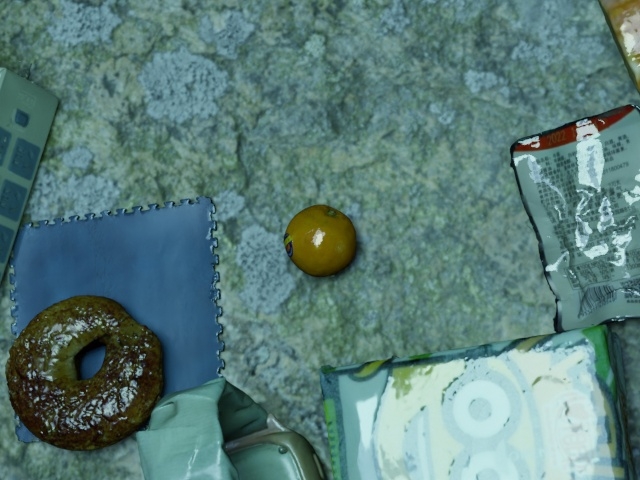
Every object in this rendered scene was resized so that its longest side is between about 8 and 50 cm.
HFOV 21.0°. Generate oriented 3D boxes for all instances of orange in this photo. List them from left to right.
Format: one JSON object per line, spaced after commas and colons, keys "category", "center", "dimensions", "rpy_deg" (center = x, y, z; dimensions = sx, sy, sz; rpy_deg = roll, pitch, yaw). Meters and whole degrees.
{"category": "orange", "center": [0.001, 0.000, 1.921], "dimensions": [0.083, 0.083, 0.084], "rpy_deg": [-3, 78, 16]}

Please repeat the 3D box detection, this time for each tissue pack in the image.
{"category": "tissue pack", "center": [0.169, 0.220, 1.801], "dimensions": [0.310, 0.128, 0.228], "rpy_deg": [-10, 79, 15]}

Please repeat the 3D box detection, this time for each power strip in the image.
{"category": "power strip", "center": [-0.398, -0.039, 2.026], "dimensions": [0.043, 0.106, 0.367], "rpy_deg": [10, 79, 36]}

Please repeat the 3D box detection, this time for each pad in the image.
{"category": "pad", "center": [-0.240, 0.092, 2.011], "dimensions": [0.268, 0.012, 0.270], "rpy_deg": [-6, 77, 16]}

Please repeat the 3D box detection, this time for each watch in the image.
{"category": "watch", "center": [-0.090, 0.271, 1.809], "dimensions": [0.161, 0.241, 0.253], "rpy_deg": [-21, 74, 10]}

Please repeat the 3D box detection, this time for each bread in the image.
{"category": "bread", "center": [-0.271, 0.151, 1.970], "dimensions": [0.193, 0.064, 0.193], "rpy_deg": [-4, 75, 14]}

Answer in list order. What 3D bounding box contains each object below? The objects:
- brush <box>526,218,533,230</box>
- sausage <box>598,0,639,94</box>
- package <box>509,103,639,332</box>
{"category": "brush", "center": [0.355, 0.022, 1.848], "dimensions": [0.272, 0.013, 0.103], "rpy_deg": [38, 92, 19]}
{"category": "sausage", "center": [0.439, -0.243, 1.762], "dimensions": [0.287, 0.233, 0.233], "rpy_deg": [-24, 73, 9]}
{"category": "package", "center": [0.298, -0.015, 1.831], "dimensions": [0.166, 0.040, 0.232], "rpy_deg": [-17, 83, 29]}
